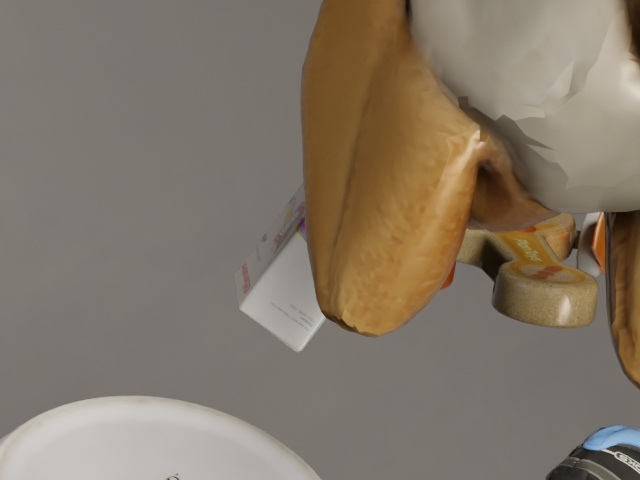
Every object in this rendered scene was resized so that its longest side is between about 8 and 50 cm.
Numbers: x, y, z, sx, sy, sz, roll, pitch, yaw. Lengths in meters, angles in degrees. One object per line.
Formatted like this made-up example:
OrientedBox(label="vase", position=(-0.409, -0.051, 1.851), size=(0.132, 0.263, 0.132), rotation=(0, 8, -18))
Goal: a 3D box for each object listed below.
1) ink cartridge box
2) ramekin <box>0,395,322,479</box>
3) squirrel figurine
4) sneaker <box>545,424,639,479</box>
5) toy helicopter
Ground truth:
OrientedBox(label="ink cartridge box", position=(0.000, 0.000, 0.950), size=(0.122, 0.052, 0.088), rotation=(-54, 11, 6))
OrientedBox(label="ramekin", position=(-0.101, 0.205, 0.895), size=(0.272, 0.127, 0.273), rotation=(12, 28, -7))
OrientedBox(label="squirrel figurine", position=(0.203, -0.119, 0.688), size=(0.370, 0.397, 0.281), rotation=(13, -36, -34))
OrientedBox(label="sneaker", position=(0.119, 0.176, 0.650), size=(0.067, 0.188, 0.078), rotation=(4, 10, 44))
OrientedBox(label="toy helicopter", position=(0.180, 0.011, 1.307), size=(0.235, 0.140, 0.355), rotation=(8, 14, -7))
